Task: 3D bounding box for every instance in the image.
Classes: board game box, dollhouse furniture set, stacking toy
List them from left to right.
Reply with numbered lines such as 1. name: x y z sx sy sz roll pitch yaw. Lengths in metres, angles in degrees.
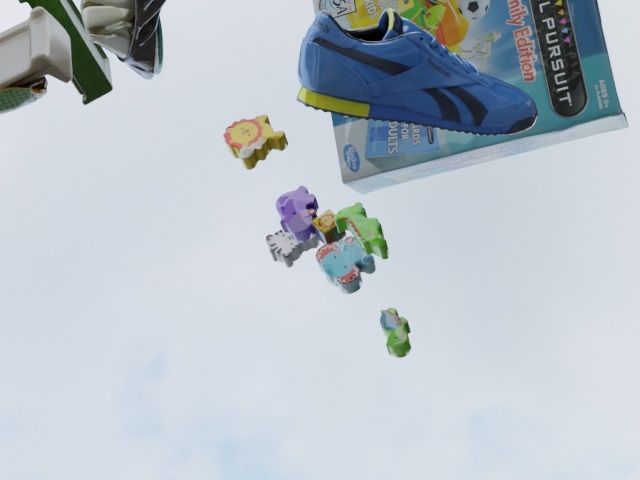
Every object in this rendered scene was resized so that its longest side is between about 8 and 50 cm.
1. dollhouse furniture set: -0.353 -0.164 1.296 0.197 0.301 0.151 -25 -56 3
2. stacking toy: 0.000 0.000 1.061 0.052 0.221 0.167 -35 -39 -13
3. board game box: 0.172 -0.221 1.382 0.336 0.254 0.079 -14 -13 19

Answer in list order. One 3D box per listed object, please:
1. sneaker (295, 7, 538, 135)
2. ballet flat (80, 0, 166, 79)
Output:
1. sneaker: 0.084 -0.132 0.901 0.209 0.069 0.082 6 -73 -20
2. ballet flat: -0.210 -0.266 1.255 0.096 0.095 0.280 -8 -22 -19
